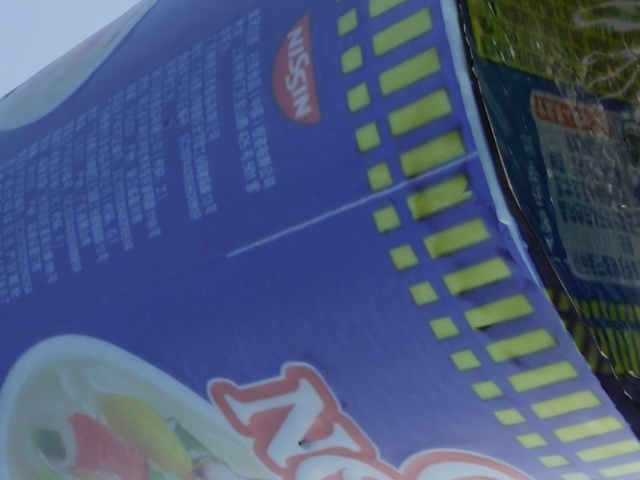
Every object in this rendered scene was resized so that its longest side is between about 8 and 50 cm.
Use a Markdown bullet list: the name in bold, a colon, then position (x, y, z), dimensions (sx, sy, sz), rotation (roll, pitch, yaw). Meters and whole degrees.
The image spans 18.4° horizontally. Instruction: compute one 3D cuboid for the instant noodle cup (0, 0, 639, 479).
- **instant noodle cup**: position (0.000, 0.000, 0.720), dimensions (0.284, 0.312, 0.284), rotation (32, -132, -43)
